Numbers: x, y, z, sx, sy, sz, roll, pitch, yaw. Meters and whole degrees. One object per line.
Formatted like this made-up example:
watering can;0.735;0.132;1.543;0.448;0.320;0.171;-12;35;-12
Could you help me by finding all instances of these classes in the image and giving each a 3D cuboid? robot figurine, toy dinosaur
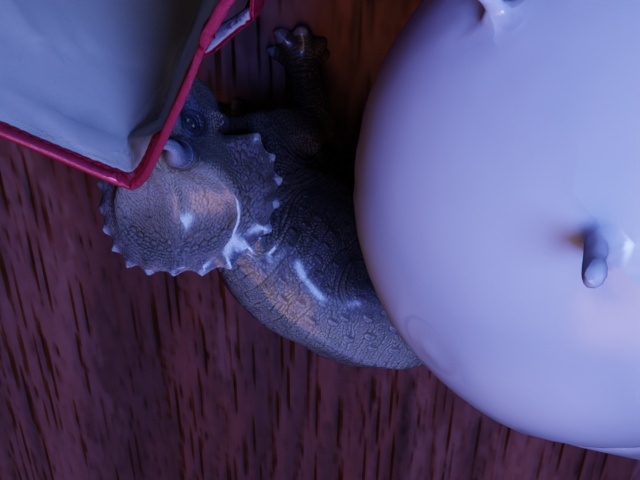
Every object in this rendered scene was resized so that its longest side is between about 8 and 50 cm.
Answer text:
robot figurine;0.142;-0.011;0.600;0.200;0.300;0.353;-41;154;16
toy dinosaur;0.000;0.000;0.748;0.121;0.160;0.313;-27;124;39

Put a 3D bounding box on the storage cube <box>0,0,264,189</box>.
storage cube;-0.104;-0.173;0.552;0.215;0.193;0.184;24;139;-10
